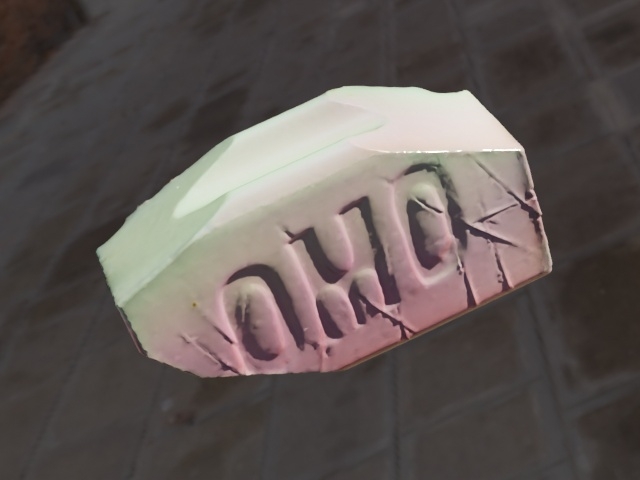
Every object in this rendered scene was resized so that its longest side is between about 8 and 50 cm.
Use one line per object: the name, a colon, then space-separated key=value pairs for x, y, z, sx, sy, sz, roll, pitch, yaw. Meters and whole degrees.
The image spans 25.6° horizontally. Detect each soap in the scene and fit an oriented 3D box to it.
soap: x=0.000 y=0.000 z=1.086 sx=0.324 sy=0.193 sz=0.109 roll=-24 pitch=34 yaw=-5
